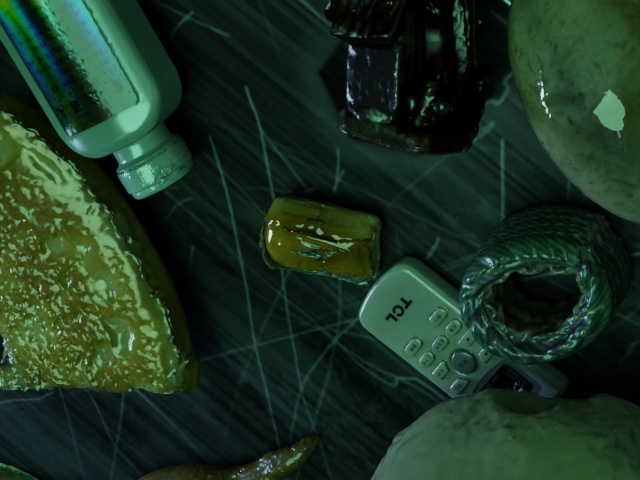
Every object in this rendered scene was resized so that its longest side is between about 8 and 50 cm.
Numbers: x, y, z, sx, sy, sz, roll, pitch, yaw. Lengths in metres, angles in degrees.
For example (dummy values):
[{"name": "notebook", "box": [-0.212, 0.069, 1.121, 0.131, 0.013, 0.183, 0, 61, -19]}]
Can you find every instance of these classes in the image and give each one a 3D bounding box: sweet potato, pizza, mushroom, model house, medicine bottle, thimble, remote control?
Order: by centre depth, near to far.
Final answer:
[{"name": "mushroom", "box": [0.251, -0.120, 1.474, 0.195, 0.189, 0.254, -30, 108, 35]}, {"name": "model house", "box": [0.071, -0.162, 1.536, 0.141, 0.203, 0.164, 5, 105, 0]}, {"name": "thimble", "box": [0.188, 0.038, 1.647, 0.135, 0.090, 0.118, -16, 110, 29]}, {"name": "medicine bottle", "box": [-0.195, -0.148, 1.735, 0.121, 0.083, 0.229, -23, 103, 31]}, {"name": "remote control", "box": [0.123, 0.096, 1.745, 0.190, 0.029, 0.087, 39, 125, 2]}, {"name": "pizza", "box": [-0.251, 0.026, 1.853, 0.223, 0.089, 0.323, -28, 100, 28]}, {"name": "sweet potato", "box": [-0.090, 0.231, 1.911, 0.214, 0.050, 0.050, -15, 108, 27]}]

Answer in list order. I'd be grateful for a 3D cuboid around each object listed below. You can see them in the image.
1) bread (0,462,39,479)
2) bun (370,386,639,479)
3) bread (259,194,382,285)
[{"name": "bread", "box": [-0.354, 0.326, 2.094, 0.228, 0.033, 0.229, 12, 120, 21]}, {"name": "bun", "box": [0.207, 0.270, 1.686, 0.359, 0.211, 0.360, 12, 127, 16]}, {"name": "bread", "box": [0.000, 0.000, 1.740, 0.106, 0.053, 0.072, 11, 124, 14]}]
